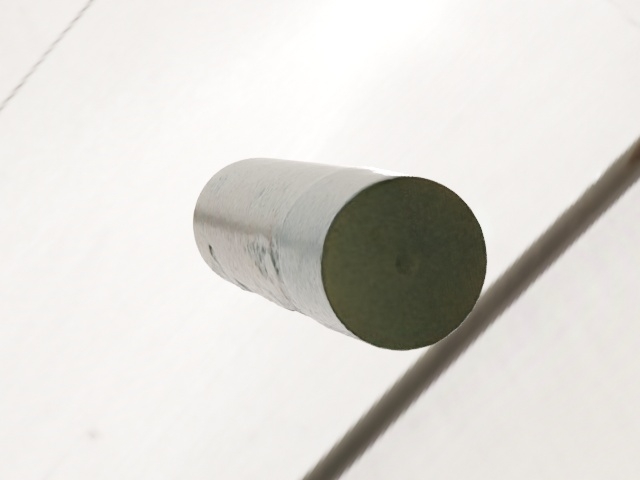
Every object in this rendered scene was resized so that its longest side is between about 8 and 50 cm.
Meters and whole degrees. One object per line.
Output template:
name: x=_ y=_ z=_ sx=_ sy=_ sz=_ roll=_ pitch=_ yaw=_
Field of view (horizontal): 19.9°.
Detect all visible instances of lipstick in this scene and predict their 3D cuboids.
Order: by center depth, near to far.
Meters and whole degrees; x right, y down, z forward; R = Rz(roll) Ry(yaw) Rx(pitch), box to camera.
lipstick: x=0.000 y=0.000 z=0.550 sx=0.048 sy=0.158 sz=0.048 roll=-1 pitch=-85 yaw=-17
